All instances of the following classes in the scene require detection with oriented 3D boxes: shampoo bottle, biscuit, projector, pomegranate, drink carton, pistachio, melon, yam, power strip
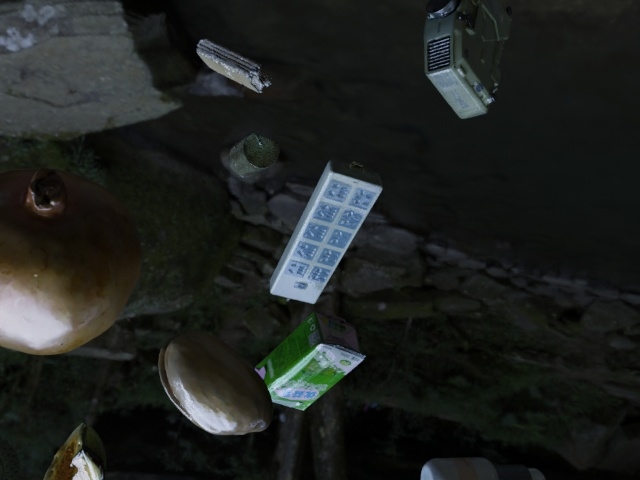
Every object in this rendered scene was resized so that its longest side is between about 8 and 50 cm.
[{"bbox_3d":[0.254,0.372,0.935,0.191,0.074,0.074,2,176,-11],"label":"shampoo bottle"},{"bbox_3d":[-0.263,-0.528,1.827,0.238,0.062,0.108,30,176,21],"label":"biscuit"},{"bbox_3d":[0.282,-0.392,1.157,0.088,0.270,0.193,-9,144,43],"label":"projector"},{"bbox_3d":[-0.368,0.014,0.807,0.251,0.229,0.270,27,129,-12],"label":"pomegranate"},{"bbox_3d":[-0.031,0.314,1.561,0.161,0.271,0.108,26,-150,-33],"label":"drink carton"},{"bbox_3d":[-0.225,0.317,1.320,0.293,0.182,0.162,42,143,-9],"label":"pistachio"},{"bbox_3d":[-0.432,0.400,1.100,0.079,0.160,0.128,31,-159,-27],"label":"melon"},{"bbox_3d":[-0.120,-0.153,1.068,0.068,0.069,0.169,14,176,-17],"label":"yam"},{"bbox_3d":[0.000,0.000,1.179,0.106,0.043,0.367,15,130,-16],"label":"power strip"}]

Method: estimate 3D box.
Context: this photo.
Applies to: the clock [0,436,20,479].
[{"bbox_3d":[-0.320,0.222,0.562,0.074,0.083,0.010,31,144,-17],"label":"clock"}]
